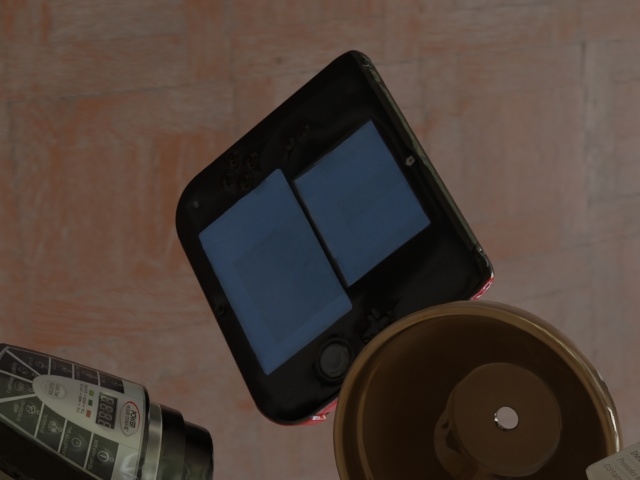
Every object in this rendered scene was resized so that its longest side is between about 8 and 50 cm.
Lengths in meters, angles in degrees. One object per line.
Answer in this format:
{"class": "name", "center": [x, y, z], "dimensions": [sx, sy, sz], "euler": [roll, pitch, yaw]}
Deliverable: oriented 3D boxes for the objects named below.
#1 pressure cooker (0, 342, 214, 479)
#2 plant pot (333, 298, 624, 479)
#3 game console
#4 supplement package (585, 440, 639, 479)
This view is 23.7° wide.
{"class": "pressure cooker", "center": [-0.285, 0.313, 1.555], "dimensions": [0.420, 0.375, 0.370], "euler": [20, 75, -13]}
{"class": "plant pot", "center": [0.139, 0.158, 1.246], "dimensions": [0.109, 0.237, 0.237], "euler": [-20, 110, -63]}
{"class": "game console", "center": [0.000, 0.000, 1.872], "dimensions": [0.342, 0.387, 0.060], "euler": [-41, 147, 21]}
{"class": "supplement package", "center": [0.276, 0.168, 0.749], "dimensions": [0.203, 0.194, 0.149], "euler": [-25, 116, -7]}
